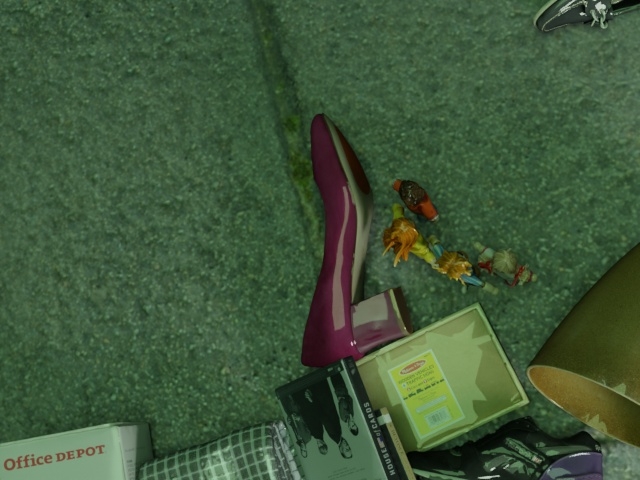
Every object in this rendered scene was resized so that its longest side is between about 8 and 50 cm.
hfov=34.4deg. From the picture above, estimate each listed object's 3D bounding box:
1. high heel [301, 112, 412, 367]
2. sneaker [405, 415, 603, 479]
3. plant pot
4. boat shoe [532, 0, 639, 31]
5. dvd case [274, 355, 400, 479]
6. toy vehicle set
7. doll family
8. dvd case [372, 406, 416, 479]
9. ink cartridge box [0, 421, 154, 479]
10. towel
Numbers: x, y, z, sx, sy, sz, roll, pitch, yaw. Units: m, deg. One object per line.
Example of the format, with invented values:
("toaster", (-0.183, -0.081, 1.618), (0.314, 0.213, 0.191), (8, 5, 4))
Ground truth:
("high heel", (0.000, 0.000, 1.575), (0.181, 0.127, 0.377), (-21, 74, 17))
("sneaker", (0.262, 0.313, 1.493), (0.283, 0.107, 0.124), (7, 71, 9))
("plant pot", (0.444, 0.127, 1.415), (0.237, 0.237, 0.254), (27, 74, 15))
("boat shoe", (0.421, -0.353, 1.540), (0.206, 0.075, 0.065), (-23, 75, 5))
("dvd case", (0.028, 0.306, 1.517), (0.179, 0.029, 0.239), (-31, 76, 47))
("toy vehicle set", (0.156, 0.224, 1.548), (0.267, 0.035, 0.166), (-27, 78, 9))
("doll family", (0.180, 0.018, 1.503), (0.263, 0.163, 0.118), (37, 92, 15))
("dvd case", (0.084, 0.368, 1.508), (0.164, 0.018, 0.221), (-35, 74, 46))
("ink cartridge box", (-0.365, 0.448, 1.595), (0.226, 0.131, 0.306), (-11, 79, 12))
("towel", (-0.126, 0.434, 1.546), (0.235, 0.121, 0.284), (-21, 79, 11))
